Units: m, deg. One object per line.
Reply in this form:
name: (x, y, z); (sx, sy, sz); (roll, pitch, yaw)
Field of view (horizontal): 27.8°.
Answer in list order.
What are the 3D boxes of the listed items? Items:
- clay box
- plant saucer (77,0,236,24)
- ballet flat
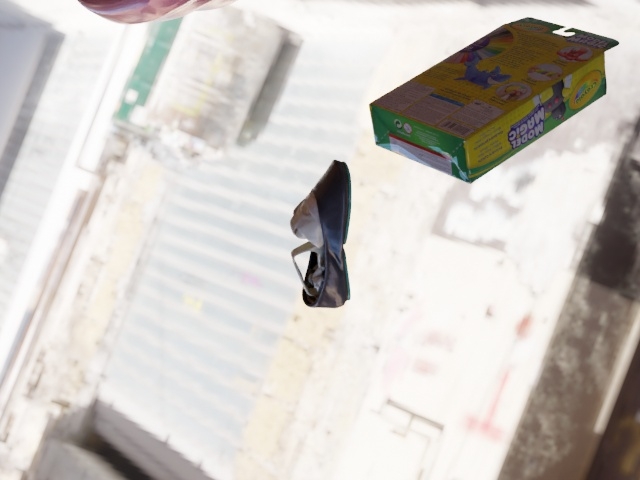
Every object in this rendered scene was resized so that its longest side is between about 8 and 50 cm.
clay box: (0.170, -0.140, 1.221); (0.127, 0.222, 0.053); (27, 138, 43)
plant saucer: (-0.065, -0.300, 0.959); (0.084, 0.332, 0.332); (28, 174, -34)
ballet flat: (0.000, 0.000, 1.489); (0.074, 0.203, 0.074); (0, -142, 0)
